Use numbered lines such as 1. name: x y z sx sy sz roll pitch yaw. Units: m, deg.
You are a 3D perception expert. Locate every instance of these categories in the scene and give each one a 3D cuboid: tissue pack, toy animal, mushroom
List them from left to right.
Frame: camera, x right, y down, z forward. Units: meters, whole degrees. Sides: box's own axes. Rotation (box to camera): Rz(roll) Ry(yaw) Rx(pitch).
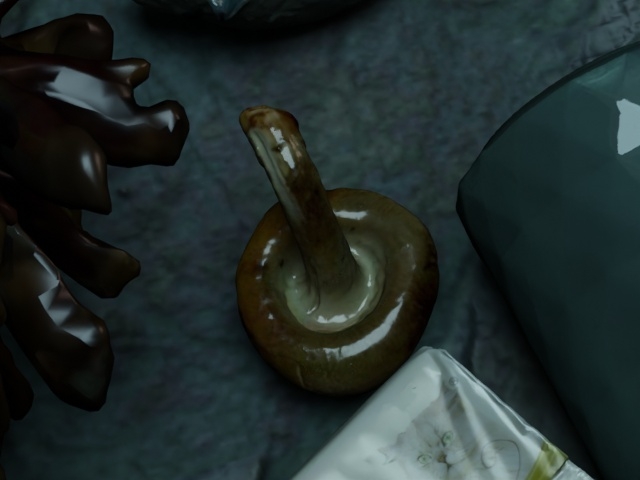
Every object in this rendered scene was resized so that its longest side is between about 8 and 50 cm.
1. mushroom: 0.001 -0.001 0.804 0.088 0.073 0.129 -20 100 4
2. tissue pack: 0.022 0.133 0.728 0.099 0.106 0.148 40 69 16
3. toy animal: 0.029 -0.148 0.877 0.253 0.079 0.070 -17 88 -8

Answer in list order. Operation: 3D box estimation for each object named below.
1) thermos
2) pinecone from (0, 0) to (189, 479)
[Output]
1. thermos: 0.187 0.064 0.755 0.182 0.145 0.286 -11 65 -37
2. pinecone: -0.231 -0.036 0.664 0.397 0.398 0.398 1 65 -1
